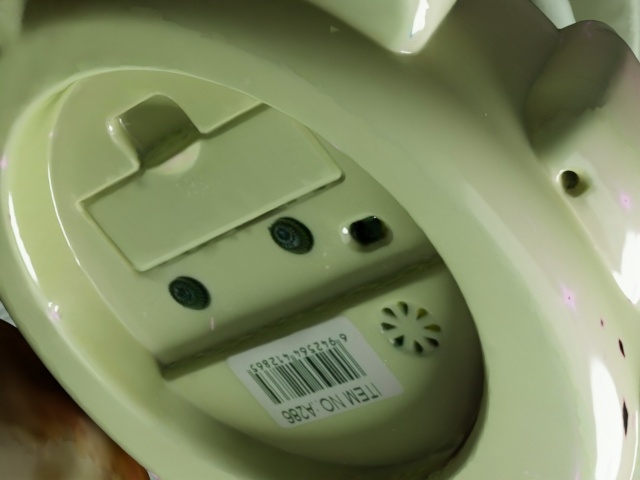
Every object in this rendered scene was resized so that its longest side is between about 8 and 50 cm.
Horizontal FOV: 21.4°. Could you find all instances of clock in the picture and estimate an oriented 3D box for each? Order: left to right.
[{"bbox_3d":[0.000,0.000,0.630,0.284,0.114,0.309,-25,112,40],"label":"clock"}]

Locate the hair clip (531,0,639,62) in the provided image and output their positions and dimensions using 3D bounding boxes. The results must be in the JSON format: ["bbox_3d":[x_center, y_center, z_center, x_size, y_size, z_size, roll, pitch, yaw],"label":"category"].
[{"bbox_3d":[0.064,-0.044,0.712,0.113,0.172,0.282,-39,145,-37],"label":"hair clip"}]

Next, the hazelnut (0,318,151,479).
[{"bbox_3d":[-0.246,0.163,0.713,0.372,0.372,0.315,-28,113,16],"label":"hazelnut"}]
